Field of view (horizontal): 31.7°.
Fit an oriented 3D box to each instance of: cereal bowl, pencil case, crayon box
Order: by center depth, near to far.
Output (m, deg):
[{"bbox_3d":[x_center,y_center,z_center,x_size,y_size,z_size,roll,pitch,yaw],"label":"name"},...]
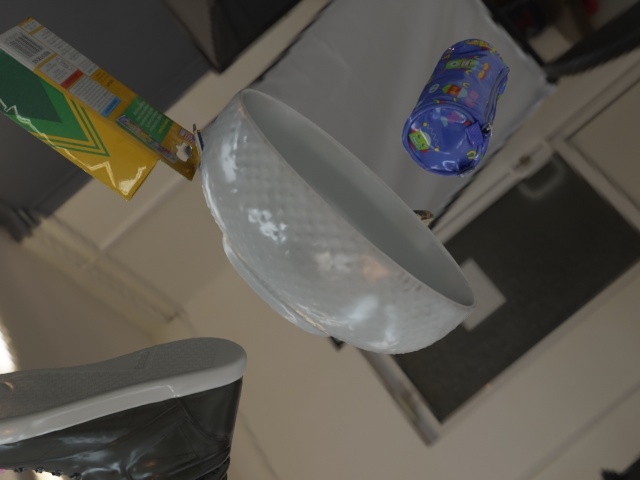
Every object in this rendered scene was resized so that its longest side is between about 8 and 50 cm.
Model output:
[{"bbox_3d":[0.000,0.000,1.206,0.339,0.141,0.339,40,-167,-11],"label":"cereal bowl"},{"bbox_3d":[-0.325,-0.177,1.606,0.323,0.083,0.203,35,-164,-11],"label":"crayon box"},{"bbox_3d":[0.217,-0.209,1.735,0.306,0.133,0.119,-62,-38,-57],"label":"pencil case"}]

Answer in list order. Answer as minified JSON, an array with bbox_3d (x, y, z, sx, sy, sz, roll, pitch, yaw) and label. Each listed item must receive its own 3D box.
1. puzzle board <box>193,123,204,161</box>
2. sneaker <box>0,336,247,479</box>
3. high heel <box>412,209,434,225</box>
[{"bbox_3d":[-0.156,-0.096,1.558,0.096,0.011,0.128,-118,14,-77],"label":"puzzle board"},{"bbox_3d":[-0.195,0.179,0.905,0.104,0.295,0.147,-149,53,-60],"label":"sneaker"},{"bbox_3d":[0.039,-0.053,1.847,0.093,0.261,0.186,83,166,-64],"label":"high heel"}]
